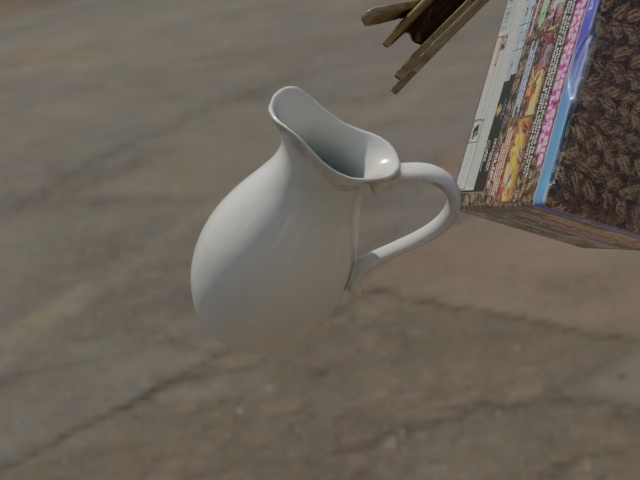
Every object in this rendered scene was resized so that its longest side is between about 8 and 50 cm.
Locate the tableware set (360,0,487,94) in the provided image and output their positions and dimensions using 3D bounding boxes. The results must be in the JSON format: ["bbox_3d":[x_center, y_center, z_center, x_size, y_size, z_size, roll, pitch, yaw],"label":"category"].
[{"bbox_3d":[0.097,-0.160,0.934,0.194,0.039,0.128,-46,1,-6],"label":"tableware set"}]

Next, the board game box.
[{"bbox_3d":[0.241,-0.119,1.585,0.141,0.232,0.291,16,-2,-11],"label":"board game box"}]

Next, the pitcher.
[{"bbox_3d":[0.000,0.000,1.485,0.178,0.207,0.125,23,32,-10],"label":"pitcher"}]
